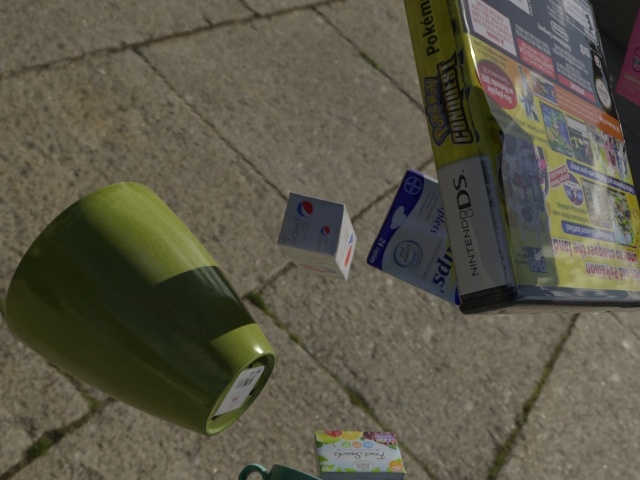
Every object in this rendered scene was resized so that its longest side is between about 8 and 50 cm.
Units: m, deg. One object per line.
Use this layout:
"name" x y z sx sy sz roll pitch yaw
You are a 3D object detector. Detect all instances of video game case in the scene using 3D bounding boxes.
"video game case" 0.144 -0.076 0.554 0.275 0.035 0.248 6 71 -53

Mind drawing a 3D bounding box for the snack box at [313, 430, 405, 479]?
"snack box" 0.063 0.366 1.425 0.141 0.037 0.100 2 30 -8

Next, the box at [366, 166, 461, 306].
"box" 0.142 -0.005 1.032 0.137 0.126 0.072 24 8 3

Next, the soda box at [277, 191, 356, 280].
"soda box" 0.000 0.000 1.128 0.074 0.069 0.216 12 -9 9

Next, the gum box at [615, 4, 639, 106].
"gum box" 0.280 -0.125 0.492 0.188 0.107 0.062 -2 29 -18

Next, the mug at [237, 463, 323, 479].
"mug" -0.033 0.375 1.168 0.129 0.158 0.097 38 65 -37

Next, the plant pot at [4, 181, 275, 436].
"plant pot" -0.212 0.115 1.130 0.293 0.275 0.275 36 32 20
